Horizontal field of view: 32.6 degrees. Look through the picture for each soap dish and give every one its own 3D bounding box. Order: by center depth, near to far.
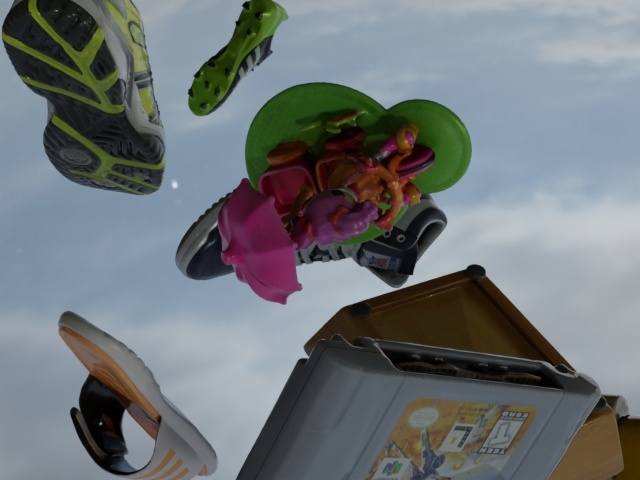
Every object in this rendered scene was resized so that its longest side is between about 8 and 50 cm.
[{"bbox_3d":[0.152,0.160,1.158,0.229,0.118,0.291,-15,-135,-27],"label":"soap dish"}]

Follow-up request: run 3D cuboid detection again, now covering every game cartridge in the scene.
[{"bbox_3d":[0.080,0.179,0.891,0.297,0.198,0.062,10,-158,-36],"label":"game cartridge"}]

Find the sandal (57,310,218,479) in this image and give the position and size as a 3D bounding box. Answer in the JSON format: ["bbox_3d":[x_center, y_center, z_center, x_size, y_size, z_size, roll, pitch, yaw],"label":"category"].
[{"bbox_3d":[-0.168,0.146,0.897,0.102,0.265,0.076,28,-111,29],"label":"sandal"}]

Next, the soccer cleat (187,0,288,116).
[{"bbox_3d":[-0.103,-0.227,1.387,0.060,0.179,0.072,48,-157,24],"label":"soccer cleat"}]

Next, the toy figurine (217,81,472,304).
[{"bbox_3d":[0.004,-0.022,0.725,0.173,0.130,0.159,-9,-155,23],"label":"toy figurine"}]

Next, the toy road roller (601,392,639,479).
[{"bbox_3d":[0.349,0.348,1.448,0.203,0.329,0.240,2,-173,28],"label":"toy road roller"}]

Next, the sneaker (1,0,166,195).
[{"bbox_3d":[-0.233,-0.177,1.198,0.145,0.384,0.147,9,-117,1],"label":"sneaker"}]

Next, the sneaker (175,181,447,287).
[{"bbox_3d":[0.000,0.000,1.143,0.282,0.099,0.153,-28,-115,-18],"label":"sneaker"}]
